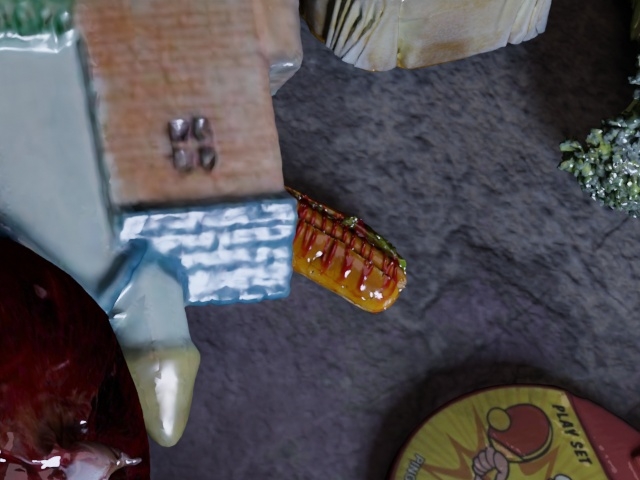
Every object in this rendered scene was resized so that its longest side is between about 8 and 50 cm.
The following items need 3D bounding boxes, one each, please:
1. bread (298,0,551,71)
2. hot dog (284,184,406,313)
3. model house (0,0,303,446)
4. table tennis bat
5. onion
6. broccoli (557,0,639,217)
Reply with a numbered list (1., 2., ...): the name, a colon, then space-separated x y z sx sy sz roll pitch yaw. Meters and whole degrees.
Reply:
1. bread: 0.069 -0.233 1.609 0.210 0.110 0.192 -15 58 -28
2. hot dog: 0.000 -0.001 1.473 0.144 0.038 0.062 33 54 4
3. model house: -0.146 -0.008 1.365 0.267 0.194 0.325 -4 73 -25
4. table tennis bat: 0.184 0.184 1.421 0.310 0.038 0.200 -16 65 -24
5. onion: -0.216 0.139 1.146 0.314 0.232 0.314 1 88 -50
6. broccoli: 0.337 -0.171 1.627 0.252 0.221 0.361 -4 51 21
